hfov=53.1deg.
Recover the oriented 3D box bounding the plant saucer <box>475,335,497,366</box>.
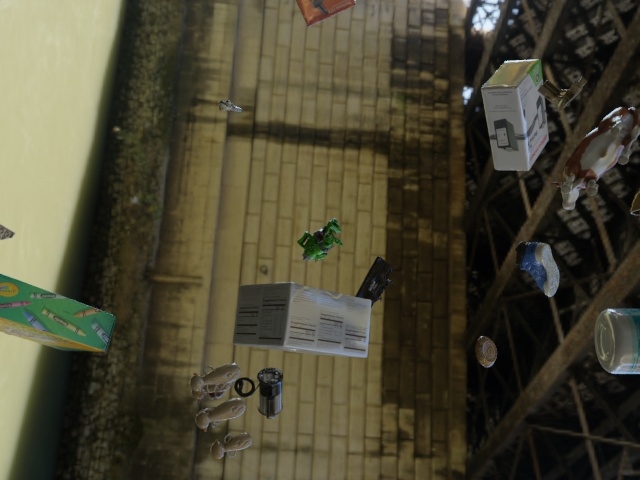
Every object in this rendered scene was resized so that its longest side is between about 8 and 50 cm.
[{"bbox_3d":[0.452,0.299,1.728,0.015,0.083,0.084,-21,-120,51],"label":"plant saucer"}]

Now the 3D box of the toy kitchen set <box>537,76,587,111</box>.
[{"bbox_3d":[0.536,-0.338,1.443,0.068,0.075,0.083,-42,170,-23],"label":"toy kitchen set"}]

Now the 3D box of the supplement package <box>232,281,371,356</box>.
[{"bbox_3d":[-0.043,0.194,1.537,0.204,0.261,0.145,-8,-109,48],"label":"supplement package"}]

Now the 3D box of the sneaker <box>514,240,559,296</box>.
[{"bbox_3d":[0.503,0.064,1.504,0.058,0.084,0.152,-46,126,-25],"label":"sneaker"}]

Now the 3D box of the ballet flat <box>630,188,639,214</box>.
[{"bbox_3d":[0.758,-0.037,1.338,0.232,0.080,0.073,41,-76,49],"label":"ballet flat"}]

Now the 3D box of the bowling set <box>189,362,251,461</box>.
[{"bbox_3d":[-0.329,0.502,1.929,0.199,0.154,0.287,-3,-82,58],"label":"bowling set"}]

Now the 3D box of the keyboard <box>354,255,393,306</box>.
[{"bbox_3d":[0.164,0.151,2.041,0.038,0.100,0.192,5,-121,57],"label":"keyboard"}]

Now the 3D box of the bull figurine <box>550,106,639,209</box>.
[{"bbox_3d":[0.691,-0.198,1.622,0.310,0.101,0.188,-64,175,32],"label":"bull figurine"}]

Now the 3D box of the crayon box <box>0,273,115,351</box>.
[{"bbox_3d":[-0.585,0.152,1.303,0.278,0.165,0.081,33,60,-44],"label":"crayon box"}]

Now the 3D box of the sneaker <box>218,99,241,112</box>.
[{"bbox_3d":[-0.287,-0.431,2.047,0.031,0.083,0.037,-1,-91,45],"label":"sneaker"}]

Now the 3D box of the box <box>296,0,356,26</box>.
[{"bbox_3d":[-0.008,-0.616,1.500,0.091,0.130,0.171,-92,157,-54],"label":"box"}]

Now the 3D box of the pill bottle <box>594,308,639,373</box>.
[{"bbox_3d":[0.766,0.224,1.427,0.146,0.263,0.146,0,90,-87],"label":"pill bottle"}]

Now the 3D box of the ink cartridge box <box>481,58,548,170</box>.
[{"bbox_3d":[0.587,-0.373,1.914,0.198,0.114,0.273,-47,131,-37],"label":"ink cartridge box"}]

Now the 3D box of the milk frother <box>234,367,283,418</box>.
[{"bbox_3d":[-0.195,0.492,2.042,0.129,0.143,0.135,-65,160,-60],"label":"milk frother"}]

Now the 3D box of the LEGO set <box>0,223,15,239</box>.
[{"bbox_3d":[-0.469,0.072,0.773,0.244,0.060,0.182,-39,-161,46],"label":"LEGO set"}]

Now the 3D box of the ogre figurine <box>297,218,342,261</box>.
[{"bbox_3d":[0.000,0.000,1.916,0.097,0.118,0.197,44,20,-31],"label":"ogre figurine"}]
